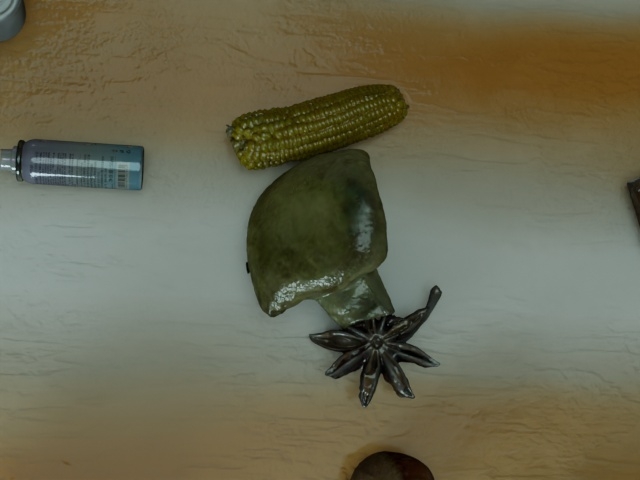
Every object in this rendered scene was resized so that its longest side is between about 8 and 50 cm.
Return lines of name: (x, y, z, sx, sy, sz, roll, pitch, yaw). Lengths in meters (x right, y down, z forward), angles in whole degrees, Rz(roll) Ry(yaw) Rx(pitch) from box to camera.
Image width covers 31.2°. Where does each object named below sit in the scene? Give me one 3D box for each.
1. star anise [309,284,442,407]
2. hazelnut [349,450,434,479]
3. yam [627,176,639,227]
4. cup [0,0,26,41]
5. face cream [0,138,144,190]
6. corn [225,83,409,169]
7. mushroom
star anise: (0.105, 0.167, 1.895, 0.231, 0.089, 0.209, -14, 77, -8)
hazelnut: (0.113, 0.417, 1.864, 0.143, 0.143, 0.154, 38, 90, -3)
yam: (0.582, -0.047, 1.979, 0.079, 0.079, 0.141, -18, 87, -8)
cup: (-0.520, -0.397, 1.836, 0.099, 0.133, 0.136, 15, 84, -9)
face cream: (-0.403, -0.125, 1.860, 0.229, 0.075, 0.075, 4, 85, -7)
corn: (0.001, -0.192, 1.902, 0.312, 0.102, 0.102, -16, 88, -7)
mushroom: (-0.009, -0.005, 1.817, 0.217, 0.212, 0.292, -7, 79, -8)
